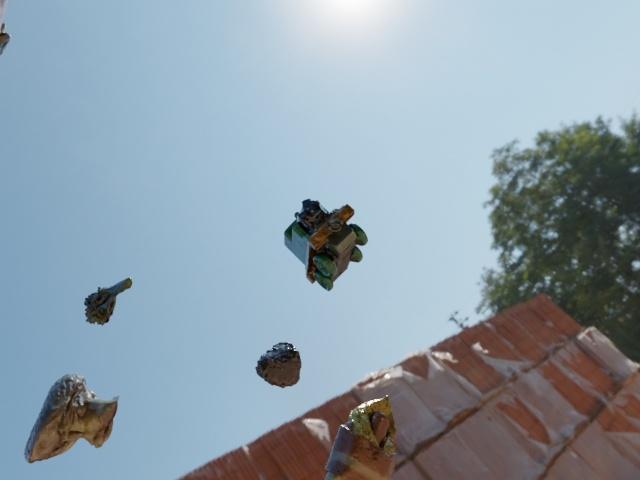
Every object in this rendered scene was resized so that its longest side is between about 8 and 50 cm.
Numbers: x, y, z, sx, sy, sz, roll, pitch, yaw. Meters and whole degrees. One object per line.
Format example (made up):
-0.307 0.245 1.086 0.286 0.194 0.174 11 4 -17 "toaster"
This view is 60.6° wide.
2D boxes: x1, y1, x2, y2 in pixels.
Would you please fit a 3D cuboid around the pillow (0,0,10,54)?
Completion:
-0.210 -0.144 0.326 0.043 0.232 0.126 15 -73 -38 "pillow"

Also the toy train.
0.000 0.000 0.917 0.091 0.136 0.228 -43 -16 -17 "toy train"

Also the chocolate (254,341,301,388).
-0.151 0.395 1.731 0.133 0.156 0.156 6 -56 -46 "chocolate"

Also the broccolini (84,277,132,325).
-0.437 0.108 1.120 0.202 0.068 0.091 -43 19 46 "broccolini"

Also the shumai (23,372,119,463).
-0.500 0.367 1.116 0.152 0.209 0.162 17 -85 -17 "shumai"

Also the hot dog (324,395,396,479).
0.077 0.396 0.977 0.093 0.123 0.262 -21 40 57 "hot dog"
